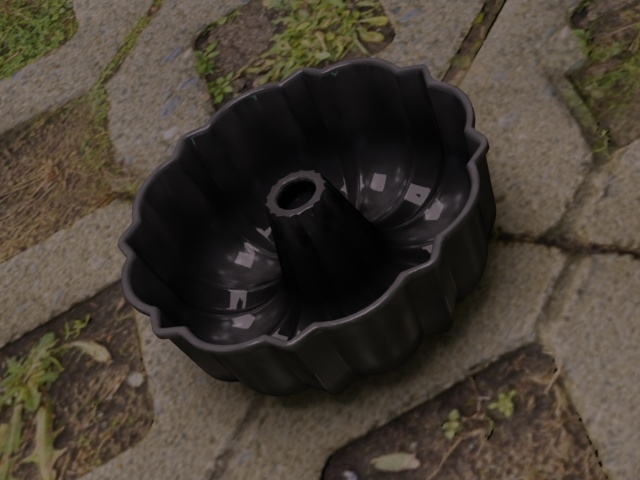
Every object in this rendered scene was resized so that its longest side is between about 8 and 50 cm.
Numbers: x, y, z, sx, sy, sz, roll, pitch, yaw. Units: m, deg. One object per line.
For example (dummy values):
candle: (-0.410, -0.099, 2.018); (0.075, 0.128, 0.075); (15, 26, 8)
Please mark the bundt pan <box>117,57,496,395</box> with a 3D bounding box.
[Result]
bundt pan: (0.000, 0.000, 1.229); (0.331, 0.124, 0.331); (-15, 43, 15)
